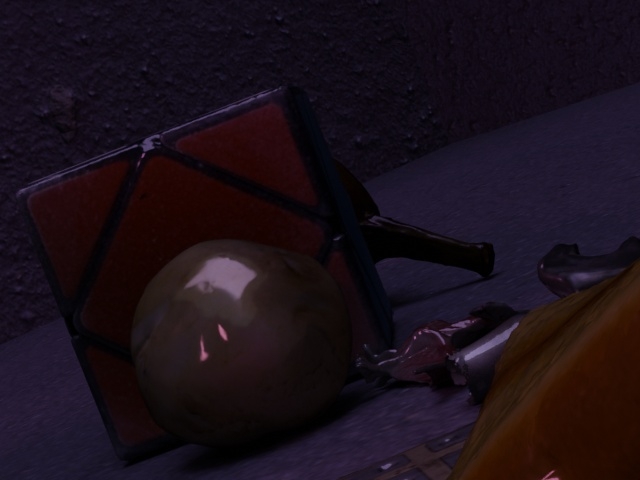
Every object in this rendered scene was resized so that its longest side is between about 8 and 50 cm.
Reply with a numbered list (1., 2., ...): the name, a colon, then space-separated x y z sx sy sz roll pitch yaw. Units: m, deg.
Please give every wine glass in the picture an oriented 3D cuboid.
1. wine glass: 0.108 0.056 0.819 0.083 0.039 0.042 -24 -3 -11

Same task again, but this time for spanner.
1. spanner: 0.113 0.052 0.558 0.054 0.015 0.254 -14 22 9

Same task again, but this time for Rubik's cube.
1. Rubik's cube: -0.074 0.014 1.114 0.207 0.205 0.205 -22 5 4

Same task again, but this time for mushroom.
1. mushroom: -0.050 0.063 0.957 0.148 0.148 0.112 -20 -39 19

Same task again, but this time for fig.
1. fig: 0.007 -0.002 1.336 0.290 0.190 0.190 -4 7 8

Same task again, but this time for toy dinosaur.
1. toy dinosaur: 0.078 0.062 0.950 0.108 0.032 0.220 -23 2 16

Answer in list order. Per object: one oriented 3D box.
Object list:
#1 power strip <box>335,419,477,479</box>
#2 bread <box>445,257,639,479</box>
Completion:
1. power strip: 0.108 0.078 0.599 0.268 0.034 0.092 -22 5 -6
2. bread: 0.189 0.041 0.353 0.233 0.245 0.361 -31 -16 -44
